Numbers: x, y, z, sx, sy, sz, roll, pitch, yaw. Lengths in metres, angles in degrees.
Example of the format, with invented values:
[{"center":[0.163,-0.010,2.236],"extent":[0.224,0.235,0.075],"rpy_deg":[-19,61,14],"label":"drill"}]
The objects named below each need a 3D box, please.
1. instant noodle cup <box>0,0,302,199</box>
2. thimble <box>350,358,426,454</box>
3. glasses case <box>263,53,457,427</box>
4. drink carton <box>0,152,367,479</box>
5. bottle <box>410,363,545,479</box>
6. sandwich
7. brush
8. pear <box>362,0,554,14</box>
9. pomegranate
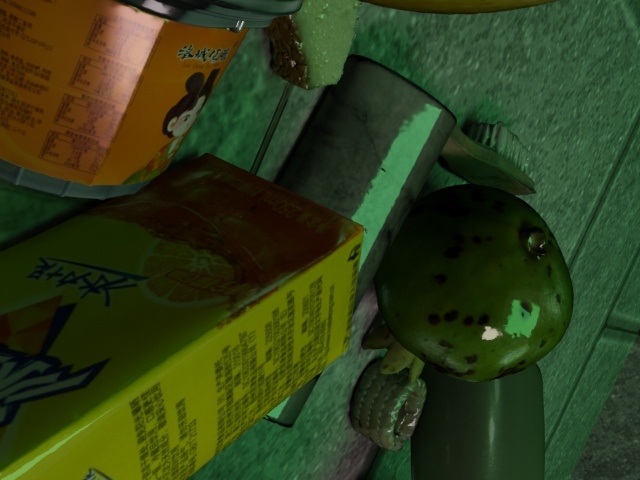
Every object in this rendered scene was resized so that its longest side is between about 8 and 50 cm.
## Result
[{"center":[-0.112,-0.099,0.383],"extent":[0.208,0.177,0.125],"rpy_deg":[7,122,-39],"label":"instant noodle cup"},{"center":[0.080,0.199,0.990],"extent":[0.084,0.062,0.109],"rpy_deg":[-21,129,-49],"label":"thimble"},{"center":[0.000,0.000,0.692],"extent":[0.114,0.060,0.299],"rpy_deg":[31,86,-20],"label":"glasses case"},{"center":[-0.139,0.078,0.470],"extent":[0.351,0.155,0.111],"rpy_deg":[-33,138,-42],"label":"drink carton"},{"center":[0.190,0.305,0.998],"extent":[0.168,0.169,0.346],"rpy_deg":[65,26,-53],"label":"bottle"},{"center":[0.002,-0.167,0.618],"extent":[0.105,0.036,0.093],"rpy_deg":[-49,146,-25],"label":"sandwich"},{"center":[0.158,-0.108,0.885],"extent":[0.327,0.070,0.065],"rpy_deg":[16,81,-58],"label":"brush"},{"center":[0.075,-0.280,0.341],"extent":[0.418,0.362,0.362],"rpy_deg":[-32,139,-23],"label":"pear"},{"center":[0.142,0.056,0.871],"extent":[0.211,0.211,0.263],"rpy_deg":[-26,167,-47],"label":"pomegranate"}]
